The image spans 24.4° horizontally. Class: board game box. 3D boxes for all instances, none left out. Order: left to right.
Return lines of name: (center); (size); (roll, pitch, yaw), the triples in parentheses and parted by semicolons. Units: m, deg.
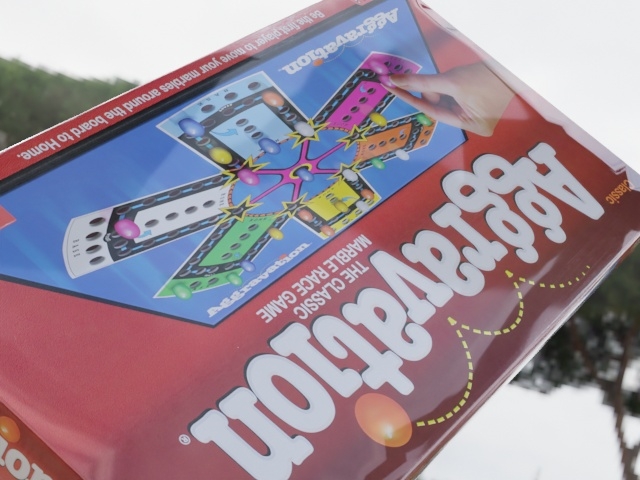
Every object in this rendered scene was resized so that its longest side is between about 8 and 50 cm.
board game box: (0.000, 0.000, 0.459); (0.145, 0.281, 0.027); (41, -51, 10)
